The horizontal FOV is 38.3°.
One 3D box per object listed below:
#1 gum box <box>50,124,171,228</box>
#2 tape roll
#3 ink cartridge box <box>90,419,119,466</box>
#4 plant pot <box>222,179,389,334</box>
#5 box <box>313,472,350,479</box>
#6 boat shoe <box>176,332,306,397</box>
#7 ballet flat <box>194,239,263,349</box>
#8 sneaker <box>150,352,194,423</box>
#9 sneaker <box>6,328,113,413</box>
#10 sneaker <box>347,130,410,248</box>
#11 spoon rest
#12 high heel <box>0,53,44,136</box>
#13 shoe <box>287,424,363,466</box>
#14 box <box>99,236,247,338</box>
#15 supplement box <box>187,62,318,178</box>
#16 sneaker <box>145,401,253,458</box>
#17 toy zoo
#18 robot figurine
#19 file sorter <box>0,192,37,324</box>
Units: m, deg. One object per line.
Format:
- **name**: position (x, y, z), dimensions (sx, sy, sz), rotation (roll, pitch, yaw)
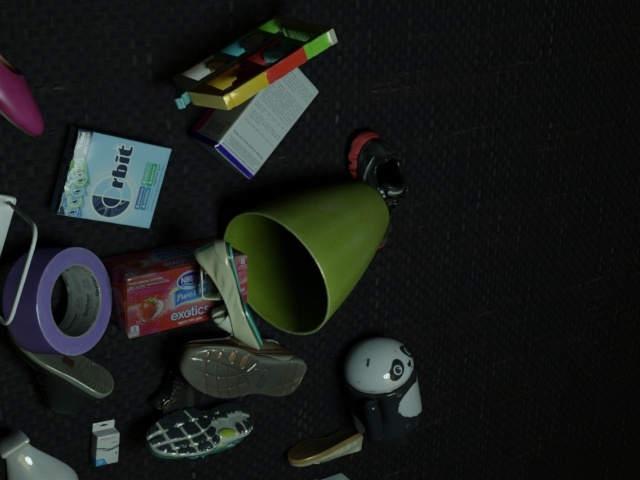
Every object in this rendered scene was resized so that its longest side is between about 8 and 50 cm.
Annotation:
- **gum box**: position (-0.376, -0.112, 1.661), dimensions (0.184, 0.041, 0.156), rotation (9, 103, -40)
- **tape roll**: position (-0.455, 0.105, 1.610), dimensions (0.189, 0.080, 0.188), rotation (0, 90, -62)
- **ink cartridge box**: position (-0.430, 0.405, 1.843), dimensions (0.048, 0.028, 0.083), rotation (-6, 112, -36)
- **plant pot**: position (0.000, 0.000, 1.878), dimensions (0.293, 0.275, 0.274), rotation (-37, 128, -39)
- **box**: position (0.004, 0.687, 2.233), dimensions (0.181, 0.119, 0.181), rotation (-9, 114, -35)
- **boat shoe**: position (-0.175, 0.252, 1.919), dimensions (0.324, 0.116, 0.123), rotation (19, 108, -46)
- **ballet flat**: position (-0.176, 0.110, 1.722), dimensions (0.086, 0.086, 0.248), rotation (-30, 121, -25)
- **sneaker**: position (-0.306, 0.315, 1.883), dimensions (0.089, 0.051, 0.170), rotation (-23, 129, -31)
- **sneaker**: position (-0.501, 0.241, 1.689), dimensions (0.222, 0.083, 0.118), rotation (42, 121, -19)
- **sneaker**: position (0.126, -0.093, 1.991), dimensions (0.098, 0.135, 0.275), rotation (-20, 121, -32)
- **spoon rest**: position (-0.545, 0.446, 1.754), dimensions (0.137, 0.084, 0.276), rotation (-31, 138, -22)
- **high heel**: position (-0.497, -0.343, 1.409), dimensions (0.181, 0.127, 0.377), rotation (-36, 124, -7)
- **shoe**: position (0.017, 0.501, 2.192), dimensions (0.219, 0.077, 0.058), rotation (-13, 111, -35)
- **box**: position (-0.278, 0.085, 1.759), dimensions (0.257, 0.128, 0.122), rotation (-11, 114, -34)
- **supplement box**: position (-0.127, -0.243, 1.750), dimensions (0.220, 0.111, 0.114), rotation (-53, 131, -6)
- **sneaker**: position (-0.252, 0.416, 1.914), dimensions (0.275, 0.107, 0.110), rotation (4, 131, -52)
- **toy zoo**: position (-0.138, -0.315, 1.658), dimensions (0.293, 0.192, 0.030), rotation (-37, 127, -21)
- **robot figurine**: position (0.150, 0.357, 2.168), dimensions (0.174, 0.209, 0.278), rotation (-21, 121, -15)
- **file sorter**: position (-0.614, 0.017, 1.448), dimensions (0.278, 0.173, 0.192), rotation (12, 101, -40)
